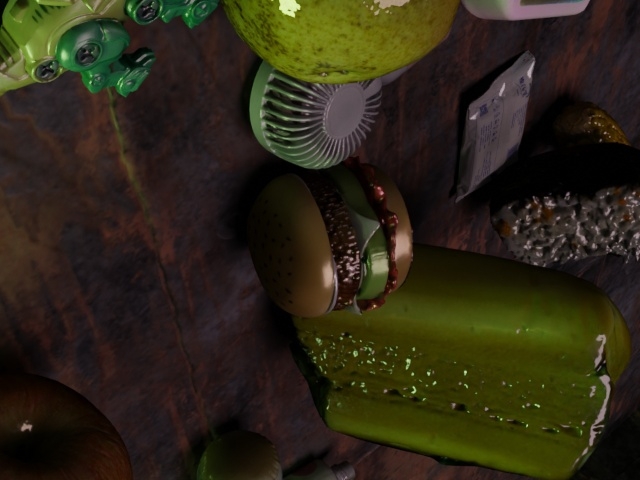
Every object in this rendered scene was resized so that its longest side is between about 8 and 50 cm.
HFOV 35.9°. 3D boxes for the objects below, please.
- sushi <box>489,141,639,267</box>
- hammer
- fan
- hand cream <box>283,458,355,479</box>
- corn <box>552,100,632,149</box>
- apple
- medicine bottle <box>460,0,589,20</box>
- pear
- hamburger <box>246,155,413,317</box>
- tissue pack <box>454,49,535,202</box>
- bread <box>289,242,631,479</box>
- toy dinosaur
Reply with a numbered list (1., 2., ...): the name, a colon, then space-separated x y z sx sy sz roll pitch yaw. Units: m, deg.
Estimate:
1. sushi: 0.340 -0.049 1.313 0.126 0.225 0.136 -58 139 -48
2. hammer: -0.184 0.372 1.247 0.305 0.113 0.202 -27 141 -24
3. fan: 0.037 -0.165 0.941 0.244 0.074 0.130 -40 139 -25
4. hand cream: -0.094 0.415 1.463 0.340 0.078 0.124 -22 143 -25
5. corn: 0.400 -0.131 1.428 0.097 0.097 0.261 -52 149 7
6. apple: -0.268 0.222 0.843 0.211 0.211 0.188 -11 134 -47
7. medicine bottle: 0.196 -0.281 0.990 0.219 0.078 0.115 -17 114 -44
8. pear: 0.007 -0.212 0.728 0.197 0.197 0.197 -33 147 -25
9. hamburger: -0.001 0.002 1.000 0.137 0.175 0.175 -14 138 -25
10. tissue pack: 0.222 -0.139 1.252 0.122 0.026 0.193 -35 148 -23
11. bread: 0.165 0.128 1.162 0.208 0.376 0.251 -51 149 -63
12. toy dinosaur: -0.173 -0.148 0.667 0.259 0.094 0.153 -49 151 18
